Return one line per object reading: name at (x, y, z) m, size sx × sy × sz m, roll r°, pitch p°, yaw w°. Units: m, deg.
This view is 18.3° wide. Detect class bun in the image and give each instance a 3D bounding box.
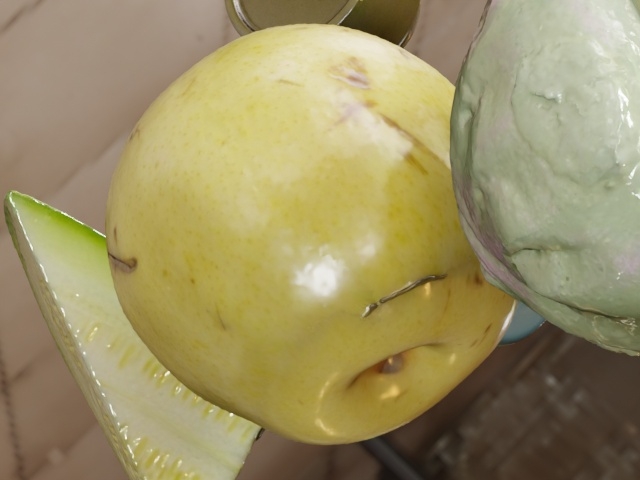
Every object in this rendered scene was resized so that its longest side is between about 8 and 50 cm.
bun at (0.169, -0.036, 1.235) m, size 0.187 × 0.293 × 0.293 m, roll -33°, pitch 167°, yaw 15°

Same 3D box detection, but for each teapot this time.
teapot at (0.023, -0.256, 2.012) m, size 0.175 × 0.186 × 0.267 m, roll 31°, pitch 72°, yaw -56°

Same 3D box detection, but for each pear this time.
pear at (0.000, 0.000, 1.429) m, size 0.309 × 0.309 × 0.309 m, roll -42°, pitch 163°, yaw -16°

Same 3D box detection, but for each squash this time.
squash at (-0.188, 0.113, 1.679) m, size 0.203 × 0.289 × 0.111 m, roll -62°, pitch -167°, yaw -9°

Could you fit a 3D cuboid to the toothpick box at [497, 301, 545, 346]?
toothpick box at (0.127, 0.015, 1.835) m, size 0.120 × 0.184 × 0.120 m, roll -12°, pitch 114°, yaw -30°
